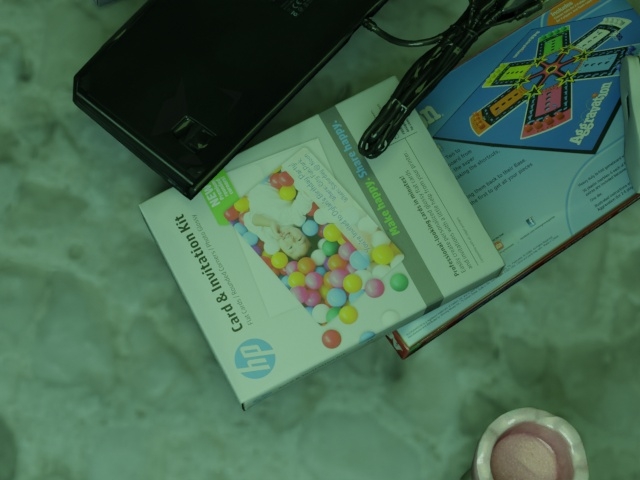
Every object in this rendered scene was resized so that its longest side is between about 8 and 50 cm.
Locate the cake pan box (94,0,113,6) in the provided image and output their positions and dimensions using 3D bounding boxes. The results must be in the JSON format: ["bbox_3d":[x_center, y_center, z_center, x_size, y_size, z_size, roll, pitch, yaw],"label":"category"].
[{"bbox_3d":[-0.100,-0.318,1.076,0.267,0.070,0.245,-24,74,-14],"label":"cake pan box"}]

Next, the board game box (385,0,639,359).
[{"bbox_3d":[0.126,-0.055,1.035,0.281,0.027,0.145,-33,79,-16],"label":"board game box"}]

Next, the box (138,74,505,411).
[{"bbox_3d":[0.000,0.000,0.968,0.186,0.038,0.145,-27,77,-6],"label":"box"}]

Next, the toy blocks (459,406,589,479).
[{"bbox_3d":[0.263,0.205,0.841,0.289,0.260,0.308,-15,74,-12],"label":"toy blocks"}]

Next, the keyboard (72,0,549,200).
[{"bbox_3d":[0.013,-0.147,0.982,0.201,0.033,0.317,38,76,19],"label":"keyboard"}]

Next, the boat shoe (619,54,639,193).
[{"bbox_3d":[0.222,-0.078,1.022,0.035,0.035,0.100,1,64,-4],"label":"boat shoe"}]
